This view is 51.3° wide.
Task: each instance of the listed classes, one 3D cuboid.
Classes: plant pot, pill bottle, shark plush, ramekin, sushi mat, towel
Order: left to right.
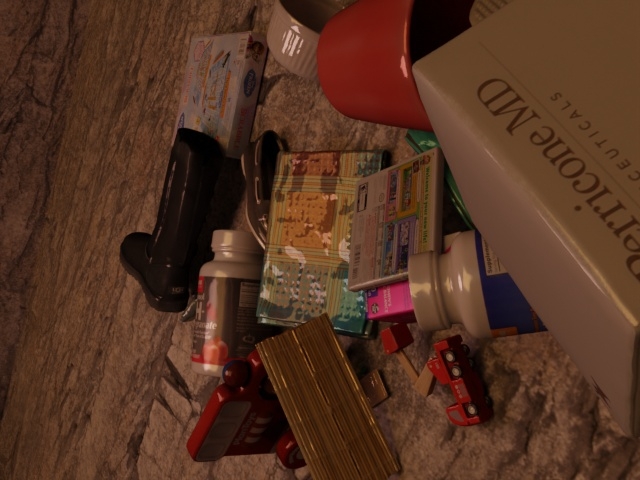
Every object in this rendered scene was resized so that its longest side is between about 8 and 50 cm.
[{"bbox_3d":[-0.306,0.146,1.720,0.161,0.067,0.073,-57,45,26],"label":"shark plush"},{"bbox_3d":[-0.190,0.141,1.495,0.176,0.176,0.319,-3,80,50],"label":"pill bottle"},{"bbox_3d":[-0.014,-0.420,1.377,0.109,0.207,0.207,-58,44,38],"label":"ramekin"},{"bbox_3d":[0.000,0.000,1.337,0.271,0.040,0.370,3,85,30],"label":"towel"},{"bbox_3d":[0.012,0.298,1.186,0.316,0.151,0.019,65,156,13],"label":"sushi mat"},{"bbox_3d":[0.141,-0.305,1.102,0.243,0.275,0.275,6,88,48],"label":"plant pot"},{"bbox_3d":[0.263,0.051,0.898,0.272,0.152,0.152,-11,72,17],"label":"pill bottle"}]

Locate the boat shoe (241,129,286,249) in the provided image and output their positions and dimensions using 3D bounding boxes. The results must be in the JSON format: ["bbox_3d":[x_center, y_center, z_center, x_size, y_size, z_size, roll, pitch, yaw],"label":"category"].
[{"bbox_3d":[-0.107,-0.109,1.496,0.095,0.112,0.335,-49,45,39],"label":"boat shoe"}]

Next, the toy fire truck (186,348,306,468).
[{"bbox_3d":[-0.097,0.308,1.289,0.169,0.254,0.302,51,121,42],"label":"toy fire truck"}]

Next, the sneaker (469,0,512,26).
[{"bbox_3d":[0.336,-0.406,1.022,0.126,0.127,0.321,13,68,50],"label":"sneaker"}]

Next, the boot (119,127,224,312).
[{"bbox_3d":[-0.403,-0.090,1.768,0.367,0.146,0.445,40,123,45],"label":"boot"}]

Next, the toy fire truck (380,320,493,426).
[{"bbox_3d":[0.187,0.216,1.090,0.135,0.047,0.192,-31,77,44],"label":"toy fire truck"}]

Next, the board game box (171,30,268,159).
[{"bbox_3d":[-0.277,-0.390,1.790,0.318,0.066,0.319,18,98,50],"label":"board game box"}]

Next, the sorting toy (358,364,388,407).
[{"bbox_3d":[0.096,0.266,1.253,0.062,0.012,0.083,-48,53,40],"label":"sorting toy"}]

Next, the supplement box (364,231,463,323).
[{"bbox_3d":[0.185,0.068,1.109,0.220,0.114,0.111,-19,68,45],"label":"supplement box"}]

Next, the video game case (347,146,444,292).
[{"bbox_3d":[0.124,-0.031,1.110,0.193,0.023,0.212,-20,56,46],"label":"video game case"}]

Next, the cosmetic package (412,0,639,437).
[{"bbox_3d":[0.365,-0.079,0.635,0.393,0.327,0.329,-32,54,5],"label":"cosmetic package"}]

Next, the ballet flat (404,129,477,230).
[{"bbox_3d":[0.230,-0.124,1.120,0.087,0.083,0.247,-39,54,15],"label":"ballet flat"}]
